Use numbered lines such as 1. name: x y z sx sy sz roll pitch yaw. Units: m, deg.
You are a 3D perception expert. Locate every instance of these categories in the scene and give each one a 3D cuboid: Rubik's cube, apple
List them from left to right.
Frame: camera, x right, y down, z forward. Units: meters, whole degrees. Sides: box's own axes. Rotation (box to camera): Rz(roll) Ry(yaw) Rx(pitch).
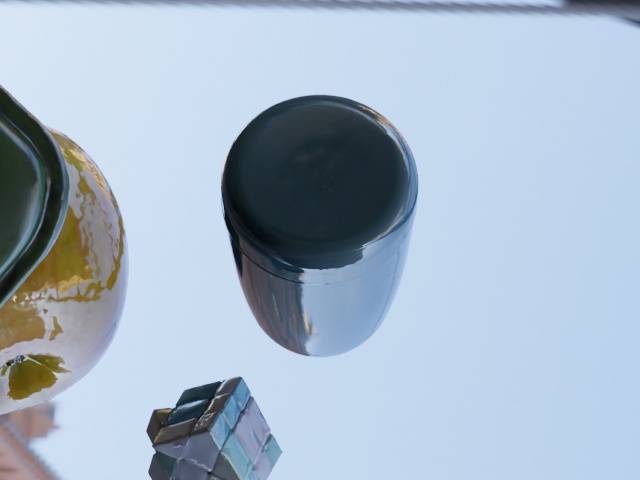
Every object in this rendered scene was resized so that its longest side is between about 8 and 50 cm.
1. apple: -0.300 0.028 1.602 0.286 0.286 0.233 -39 -115 42
2. Rubik's cube: -0.073 0.135 1.124 0.073 0.075 0.084 -14 -82 26

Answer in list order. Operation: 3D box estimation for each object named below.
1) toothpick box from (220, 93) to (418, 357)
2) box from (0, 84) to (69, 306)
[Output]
1. toothpick box: 0.000 0.000 1.153 0.184 0.120 0.120 89 -11 -63
2. box: -0.290 0.004 0.863 0.328 0.253 0.178 -46 -177 8
